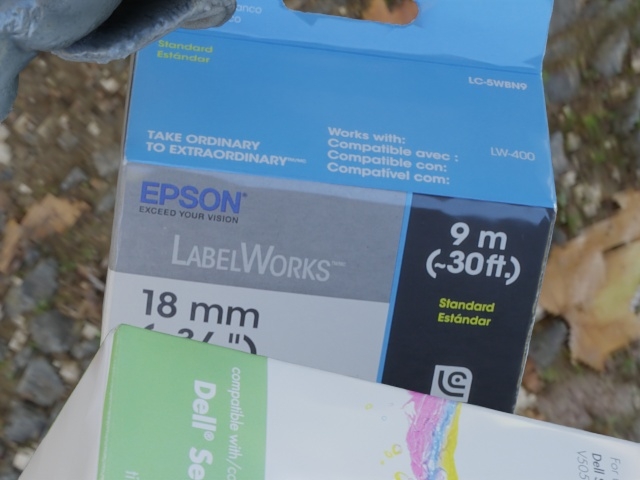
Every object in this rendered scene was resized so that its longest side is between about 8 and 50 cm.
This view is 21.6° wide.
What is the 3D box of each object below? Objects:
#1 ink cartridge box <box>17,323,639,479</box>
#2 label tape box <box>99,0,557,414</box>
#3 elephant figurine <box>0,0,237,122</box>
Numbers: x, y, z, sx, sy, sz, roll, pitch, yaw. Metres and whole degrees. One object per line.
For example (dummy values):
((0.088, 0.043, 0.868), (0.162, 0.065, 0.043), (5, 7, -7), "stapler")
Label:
((0.036, 0.172, 0.792), (0.353, 0.207, 0.119), (14, 53, -18), "ink cartridge box")
((0.000, 0.000, 0.955), (0.241, 0.106, 0.333), (6, 113, -5), "label tape box")
((-0.120, -0.150, 0.792), (0.186, 0.239, 0.169), (24, 107, 18), "elephant figurine")
